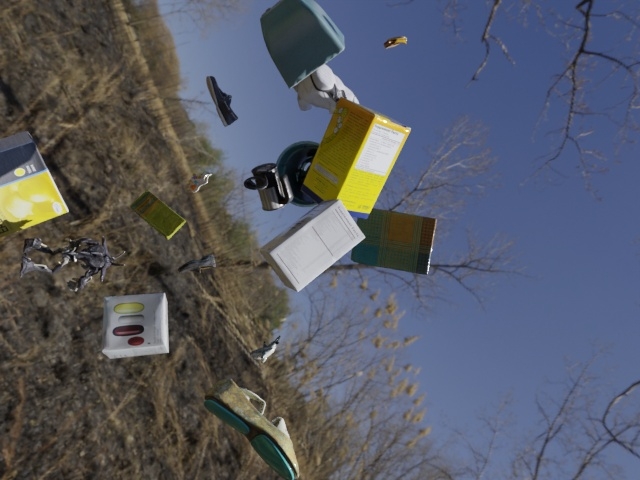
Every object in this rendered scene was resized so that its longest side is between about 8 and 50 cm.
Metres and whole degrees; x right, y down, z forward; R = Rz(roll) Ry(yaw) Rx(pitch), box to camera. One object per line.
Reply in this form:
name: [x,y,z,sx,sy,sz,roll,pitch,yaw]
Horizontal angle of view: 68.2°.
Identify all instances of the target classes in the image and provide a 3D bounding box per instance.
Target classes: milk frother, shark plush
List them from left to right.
milk frother: [-0.173,-0.152,1.478,0.129,0.143,0.134,24,-45,49]
shark plush: [-0.249,0.497,2.208,0.067,0.161,0.073,41,-16,21]

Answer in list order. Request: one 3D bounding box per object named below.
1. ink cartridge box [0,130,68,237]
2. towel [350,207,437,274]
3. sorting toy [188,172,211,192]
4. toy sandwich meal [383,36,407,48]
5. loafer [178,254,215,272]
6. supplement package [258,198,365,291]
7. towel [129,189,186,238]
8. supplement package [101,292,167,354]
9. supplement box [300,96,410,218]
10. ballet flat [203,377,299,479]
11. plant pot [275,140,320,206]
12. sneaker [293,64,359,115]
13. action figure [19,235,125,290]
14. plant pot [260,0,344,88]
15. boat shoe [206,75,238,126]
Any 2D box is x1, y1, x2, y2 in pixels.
ink cartridge box: [-0.956,-0.140,1.394,0.072,0.307,0.303,46,-29,25]
towel: [0.335,-0.001,2.198,0.040,0.371,0.271,8,92,-70]
sorting toy: [-0.445,-0.227,1.767,0.083,0.075,0.044,-75,147,-42]
toy sandwich meal: [0.272,-0.714,1.706,0.086,0.086,0.029,-153,-126,-68]
loafer: [-0.558,0.119,2.141,0.062,0.170,0.061,121,-53,-74]
supplement package: [-0.025,0.009,1.313,0.139,0.244,0.134,56,-14,-13]
towel: [-0.646,-0.105,1.867,0.237,0.102,0.021,36,-13,21]
supplement package: [-0.650,0.302,1.674,0.149,0.203,0.194,119,-35,-64]
supplement box: [0.117,-0.280,1.646,0.195,0.194,0.356,42,-65,41]
ballet flat: [-0.172,0.522,1.340,0.349,0.123,0.123,42,-17,1]
plant pot: [-0.037,-0.355,2.589,0.340,0.342,0.334,68,15,1]
sneaker: [0.029,-0.678,2.290,0.210,0.137,0.366,-14,-45,42]
action figure: [-0.760,0.062,1.459,0.141,0.276,0.163,-36,-126,49]
plant pot: [-0.084,-0.759,1.731,0.252,0.247,0.247,49,22,-25]
boat shoe: [-0.338,-0.488,1.636,0.075,0.065,0.206,59,-11,34]
